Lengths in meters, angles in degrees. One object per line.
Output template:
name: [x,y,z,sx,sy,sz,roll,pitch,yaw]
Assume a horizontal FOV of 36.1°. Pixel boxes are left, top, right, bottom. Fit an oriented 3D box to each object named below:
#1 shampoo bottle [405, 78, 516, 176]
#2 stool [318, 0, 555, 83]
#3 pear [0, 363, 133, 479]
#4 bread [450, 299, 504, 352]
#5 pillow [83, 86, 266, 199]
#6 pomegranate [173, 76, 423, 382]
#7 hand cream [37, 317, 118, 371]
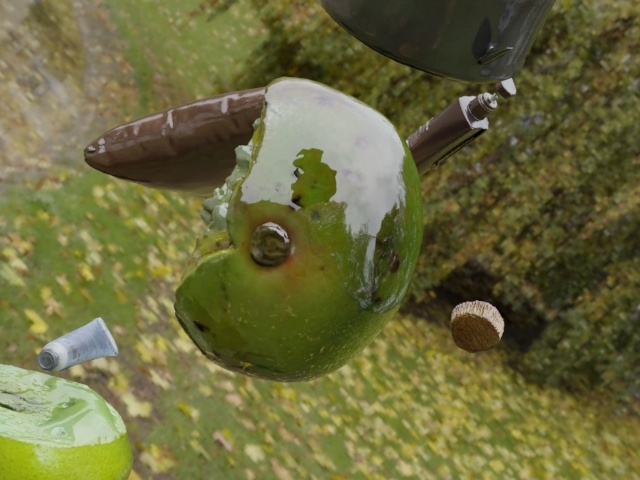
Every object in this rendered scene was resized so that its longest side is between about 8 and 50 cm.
shampoo bottle: [0.205,-0.175,1.523,0.067,0.236,0.068,5,60,-44]
stool: [0.072,-0.209,0.669,0.228,0.139,0.153,41,36,24]
pear: [-0.525,0.414,1.916,0.318,0.238,0.342,17,11,-19]
bread: [0.244,0.131,1.538,0.085,0.085,0.053,48,35,-14]
pillow: [-0.109,-0.125,1.320,0.308,0.306,0.108,10,68,-72]
pomegranate: [0.000,0.000,1.047,0.216,0.309,0.358,21,6,9]
hand cream: [-0.463,0.207,1.900,0.088,0.055,0.256,60,15,3]
